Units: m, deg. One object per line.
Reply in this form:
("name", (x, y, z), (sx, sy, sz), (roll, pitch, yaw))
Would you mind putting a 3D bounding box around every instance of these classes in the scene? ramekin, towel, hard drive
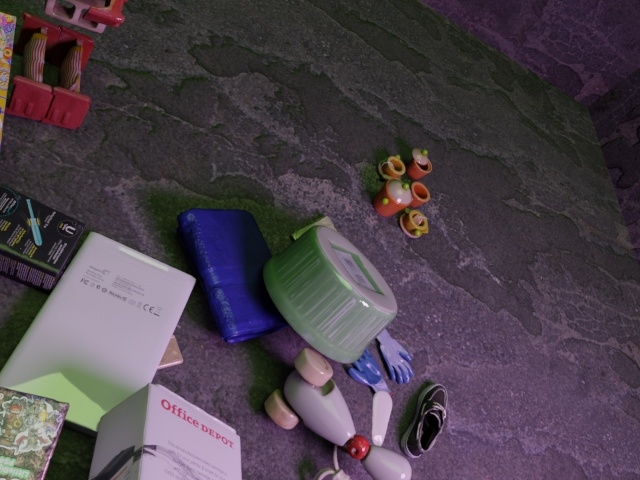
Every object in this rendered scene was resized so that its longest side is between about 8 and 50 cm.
("ramekin", (0.032, 0.108, 1.246), (0.303, 0.148, 0.303), (41, 17, -15))
("towel", (0.000, 0.000, 1.466), (0.148, 0.027, 0.110), (-31, 83, -43))
("hard drive", (-0.405, 0.171, 1.046), (0.233, 0.047, 0.353), (27, 49, -13))
("towel", (-0.189, 0.074, 1.250), (0.227, 0.076, 0.308), (-1, 61, -53))

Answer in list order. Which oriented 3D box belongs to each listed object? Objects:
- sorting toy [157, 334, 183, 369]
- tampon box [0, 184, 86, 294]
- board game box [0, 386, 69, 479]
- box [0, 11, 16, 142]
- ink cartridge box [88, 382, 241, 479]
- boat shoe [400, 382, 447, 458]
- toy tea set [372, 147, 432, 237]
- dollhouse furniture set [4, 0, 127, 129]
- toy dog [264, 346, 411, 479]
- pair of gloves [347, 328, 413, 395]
("sorting toy", (-0.320, 0.224, 1.104), (0.083, 0.012, 0.062), (-8, 64, -38))
("tampon box", (-0.543, 0.002, 1.029), (0.161, 0.101, 0.120), (28, 49, -18))
("board game box", (-0.466, 0.354, 0.736), (0.141, 0.232, 0.291), (22, 60, -23))
("box", (-0.704, -0.279, 0.955), (0.290, 0.177, 0.279), (6, 99, -32))
("ink cartridge box", (-0.234, 0.411, 0.849), (0.223, 0.129, 0.307), (46, 18, -33))
("boat shoe", (0.269, 0.430, 1.347), (0.078, 0.070, 0.219), (43, 46, -4))
("toy tea set", (0.276, -0.180, 1.711), (0.200, 0.124, 0.336), (27, 50, -19))
("dollhouse furniture set", (-0.521, -0.429, 1.142), (0.152, 0.374, 0.201), (12, 54, -35))
("toy dog", (0.039, 0.370, 1.167), (0.334, 0.220, 0.161), (60, 15, 2))
("pair of gloves", (0.146, 0.303, 1.377), (0.198, 0.023, 0.159), (-23, 74, -43))
